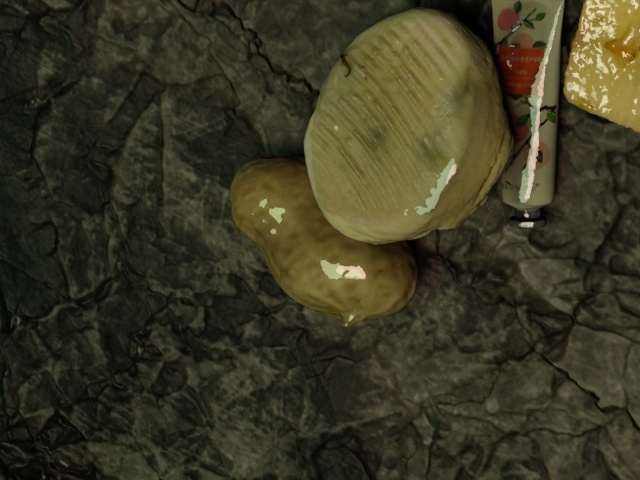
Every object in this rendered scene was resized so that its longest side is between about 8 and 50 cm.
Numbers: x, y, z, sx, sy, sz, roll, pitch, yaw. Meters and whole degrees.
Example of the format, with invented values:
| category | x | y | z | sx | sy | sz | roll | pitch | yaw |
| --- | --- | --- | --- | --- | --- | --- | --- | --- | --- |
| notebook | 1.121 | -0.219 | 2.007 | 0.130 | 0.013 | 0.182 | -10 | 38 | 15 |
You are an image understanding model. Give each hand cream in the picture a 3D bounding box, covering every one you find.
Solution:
| category | x | y | z | sx | sy | sz | roll | pitch | yaw |
| --- | --- | --- | --- | --- | --- | --- | --- | --- | --- |
| hand cream | 0.201 | -0.128 | 1.674 | 0.080 | 0.050 | 0.234 | 6 | 105 | 34 |

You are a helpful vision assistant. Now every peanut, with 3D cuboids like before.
| category | x | y | z | sx | sy | sz | roll | pitch | yaw |
| --- | --- | --- | --- | --- | --- | --- | --- | --- | --- |
| peanut | 0.000 | 0.000 | 1.788 | 0.224 | 0.129 | 0.129 | 45 | 124 | 18 |

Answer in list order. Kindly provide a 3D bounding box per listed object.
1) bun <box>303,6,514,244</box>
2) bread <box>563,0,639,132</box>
| category | x | y | z | sx | sy | sz | roll | pitch | yaw |
| --- | --- | --- | --- | --- | --- | --- | --- | --- | --- |
| bun | 0.093 | -0.102 | 1.688 | 0.210 | 0.116 | 0.237 | 42 | 110 | 35 |
| bread | 0.316 | -0.209 | 1.431 | 0.114 | 0.275 | 0.185 | 25 | 119 | 22 |
